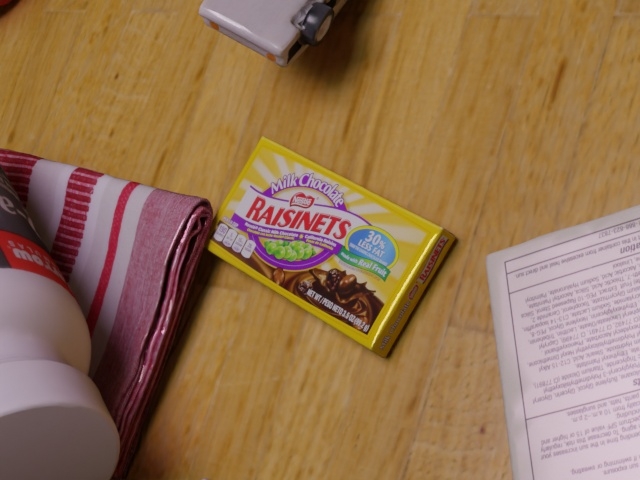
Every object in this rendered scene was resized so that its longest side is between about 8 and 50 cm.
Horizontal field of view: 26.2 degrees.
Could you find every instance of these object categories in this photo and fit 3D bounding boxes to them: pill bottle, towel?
[{"bbox_3d":[-0.304,0.057,1.070,0.210,0.210,0.363,-45,53,10],"label":"pill bottle"},{"bbox_3d":[-0.248,0.047,1.191,0.329,0.037,0.237,15,84,39],"label":"towel"}]

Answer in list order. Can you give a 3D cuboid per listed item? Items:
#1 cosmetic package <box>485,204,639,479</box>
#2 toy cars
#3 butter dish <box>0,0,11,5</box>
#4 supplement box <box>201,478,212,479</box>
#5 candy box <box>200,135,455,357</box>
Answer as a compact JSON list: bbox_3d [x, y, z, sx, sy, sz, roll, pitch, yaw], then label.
[{"bbox_3d":[0.203,0.140,0.796,0.160,0.113,0.309,-18,60,28],"label":"cosmetic package"},{"bbox_3d":[-0.032,-0.301,1.180,0.176,0.087,0.394,-6,62,-7],"label":"toy cars"},{"bbox_3d":[-0.375,-0.280,1.398,0.160,0.160,0.118,42,119,40],"label":"butter dish"},{"bbox_3d":[-0.124,0.297,0.979,0.239,0.073,0.130,-41,52,12],"label":"supplement box"},{"bbox_3d":[0.000,0.000,1.060,0.206,0.027,0.105,29,86,40],"label":"candy box"}]
